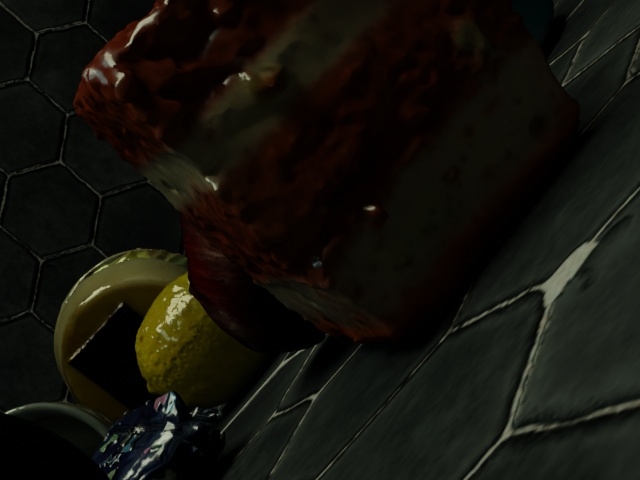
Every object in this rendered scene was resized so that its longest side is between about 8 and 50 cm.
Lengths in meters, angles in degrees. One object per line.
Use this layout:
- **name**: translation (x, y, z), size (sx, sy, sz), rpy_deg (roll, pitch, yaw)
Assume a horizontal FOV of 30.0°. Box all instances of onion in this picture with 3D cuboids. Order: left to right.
- **onion**: translation (0.000, 0.000, 1.170), size (0.272, 0.195, 0.272), rpy_deg (-29, -49, -40)

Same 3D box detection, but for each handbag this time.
- **handbag**: translation (-0.191, 0.253, 1.283), size (0.260, 0.113, 0.162), rpy_deg (-36, 24, 59)

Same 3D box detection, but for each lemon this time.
- **lemon**: translation (-0.154, 0.131, 1.596), size (0.193, 0.180, 0.180), rpy_deg (-47, 3, -22)

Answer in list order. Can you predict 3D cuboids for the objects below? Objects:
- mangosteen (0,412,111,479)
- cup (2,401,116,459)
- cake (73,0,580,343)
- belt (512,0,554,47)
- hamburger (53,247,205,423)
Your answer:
- **mangosteen**: translation (-0.241, 0.258, 0.812), size (0.288, 0.288, 0.288), rpy_deg (-49, 4, 5)
- **cup**: translation (-0.305, 0.297, 1.581), size (0.301, 0.227, 0.257), rpy_deg (-27, 0, 0)
- **cake**: translation (0.008, -0.104, 0.943), size (0.269, 0.319, 0.270), rpy_deg (-48, 9, -10)
- **belt**: translation (0.158, -0.235, 1.572), size (0.300, 0.173, 0.436), rpy_deg (-50, 4, 22)
- **hamburger**: translation (-0.266, 0.156, 1.859), size (0.300, 0.300, 0.176), rpy_deg (-49, 17, 7)
